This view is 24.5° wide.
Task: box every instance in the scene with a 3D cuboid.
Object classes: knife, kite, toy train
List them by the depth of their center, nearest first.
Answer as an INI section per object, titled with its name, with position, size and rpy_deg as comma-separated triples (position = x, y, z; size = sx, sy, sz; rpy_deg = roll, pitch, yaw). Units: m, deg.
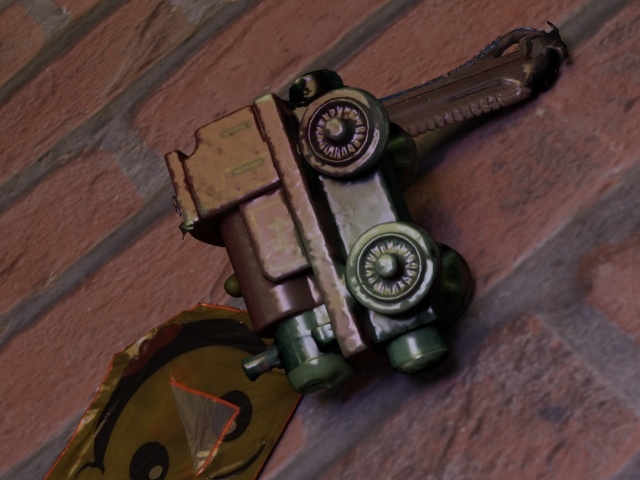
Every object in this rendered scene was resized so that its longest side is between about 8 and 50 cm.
[toy train]
position = 0.000, 0.000, 1.362
size = 0.221, 0.150, 0.304
rpy_deg = -24, 72, 12
[kite]
position = -0.138, 0.190, 1.458
size = 0.377, 0.013, 0.327
rpy_deg = -33, 40, 7
[knife]
position = 0.087, -0.131, 1.506
size = 0.365, 0.043, 0.089
rpy_deg = -22, 45, -9
